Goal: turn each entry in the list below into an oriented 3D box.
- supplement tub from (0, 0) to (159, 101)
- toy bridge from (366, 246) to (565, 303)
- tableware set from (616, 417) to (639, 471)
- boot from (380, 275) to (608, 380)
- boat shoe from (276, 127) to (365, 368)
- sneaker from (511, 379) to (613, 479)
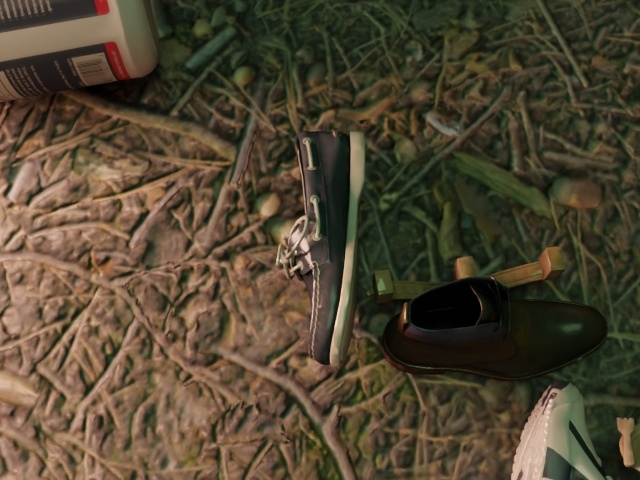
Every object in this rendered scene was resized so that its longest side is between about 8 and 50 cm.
[{"bbox_3d":[-0.315,-0.241,0.912,0.272,0.191,0.191,-11,69,-4],"label":"supplement tub"},{"bbox_3d":[0.137,0.039,0.864,0.188,0.063,0.026,-8,68,-4],"label":"toy bridge"},{"bbox_3d":[0.341,0.157,0.755,0.168,0.020,0.141,7,33,29],"label":"tableware set"},{"bbox_3d":[0.168,0.081,0.824,0.219,0.106,0.082,-6,68,-1],"label":"boot"},{"bbox_3d":[0.000,0.000,0.865,0.079,0.095,0.255,4,67,0],"label":"boat shoe"},{"bbox_3d":[0.247,0.241,0.760,0.153,0.094,0.235,16,47,0],"label":"sneaker"}]
